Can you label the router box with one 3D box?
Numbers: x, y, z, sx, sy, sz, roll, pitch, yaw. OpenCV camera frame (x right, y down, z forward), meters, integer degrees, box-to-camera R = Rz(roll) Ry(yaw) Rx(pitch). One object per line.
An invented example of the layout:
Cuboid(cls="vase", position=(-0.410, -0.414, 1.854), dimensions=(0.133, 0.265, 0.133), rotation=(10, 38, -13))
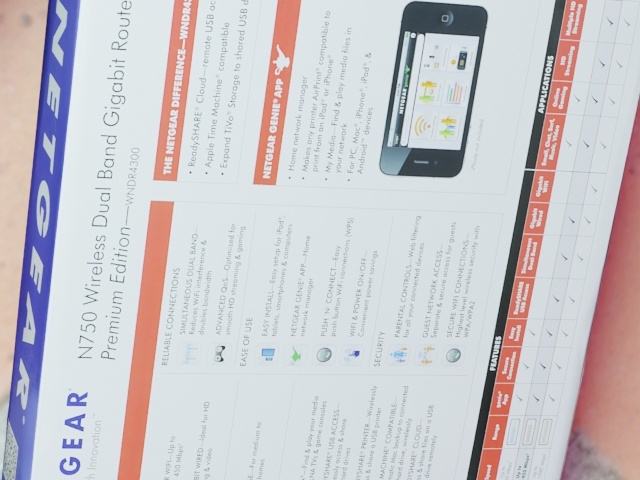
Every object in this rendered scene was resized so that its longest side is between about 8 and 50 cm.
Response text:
Cuboid(cls="router box", position=(0.000, 0.000, 0.994), dimensions=(0.301, 0.082, 0.335), rotation=(3, 110, -19))
